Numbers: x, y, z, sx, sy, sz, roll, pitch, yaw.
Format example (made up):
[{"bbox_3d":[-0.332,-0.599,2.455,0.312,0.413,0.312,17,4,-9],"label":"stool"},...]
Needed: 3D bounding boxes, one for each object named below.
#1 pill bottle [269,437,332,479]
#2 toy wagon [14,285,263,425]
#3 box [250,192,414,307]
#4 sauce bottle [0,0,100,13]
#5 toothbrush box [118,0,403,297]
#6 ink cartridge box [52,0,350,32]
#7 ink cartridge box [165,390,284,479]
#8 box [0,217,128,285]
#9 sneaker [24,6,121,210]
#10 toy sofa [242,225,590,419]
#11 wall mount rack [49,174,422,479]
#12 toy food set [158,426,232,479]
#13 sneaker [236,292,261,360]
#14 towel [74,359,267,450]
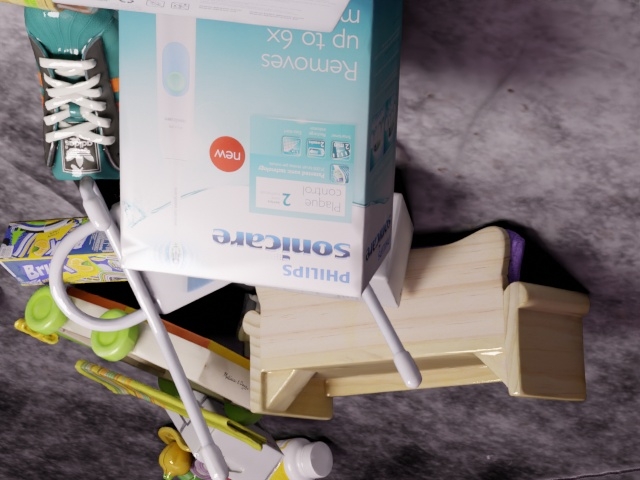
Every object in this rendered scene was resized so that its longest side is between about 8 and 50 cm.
[{"bbox_3d":[-0.042,0.298,2.434,0.116,0.065,0.065,-13,140,40],"label":"pill bottle"},{"bbox_3d":[-0.226,0.122,2.148,0.344,0.068,0.267,17,169,40],"label":"toy wagon"},{"bbox_3d":[0.000,0.000,1.855,0.170,0.091,0.130,8,166,10],"label":"box"},{"bbox_3d":[-0.344,-0.271,1.560,0.344,0.111,0.111,10,150,8],"label":"sauce bottle"},{"bbox_3d":[-0.050,-0.119,1.522,0.216,0.126,0.296,8,112,13],"label":"toothbrush box"},{"bbox_3d":[-0.080,-0.205,1.285,0.223,0.045,0.224,5,172,-8],"label":"ink cartridge box"},{"bbox_3d":[-0.122,0.238,2.289,0.109,0.063,0.150,34,-174,-30],"label":"ink cartridge box"},{"bbox_3d":[-0.280,0.012,2.066,0.169,0.054,0.059,-3,146,29],"label":"box"},{"bbox_3d":[-0.215,-0.125,1.736,0.108,0.121,0.302,5,149,16],"label":"sneaker"},{"bbox_3d":[0.101,0.096,1.981,0.362,0.177,0.150,-8,168,34],"label":"toy sofa"},{"bbox_3d":[-0.070,0.036,1.721,0.350,0.130,0.304,-26,103,-2],"label":"wall mount rack"},{"bbox_3d":[-0.141,0.333,2.511,0.218,0.071,0.128,34,158,-29],"label":"toy food set"},{"bbox_3d":[-0.054,0.110,2.134,0.075,0.057,0.161,9,154,6],"label":"sneaker"},{"bbox_3d":[-0.181,0.196,2.177,0.237,0.021,0.102,18,171,32],"label":"towel"}]
